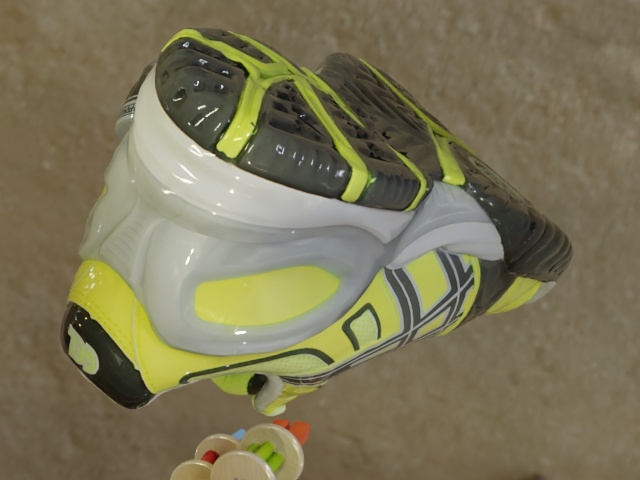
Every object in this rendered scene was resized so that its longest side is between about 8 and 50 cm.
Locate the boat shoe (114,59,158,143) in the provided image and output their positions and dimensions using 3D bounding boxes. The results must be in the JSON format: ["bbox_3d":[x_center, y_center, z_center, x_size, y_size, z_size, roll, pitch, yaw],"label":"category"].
[{"bbox_3d":[-0.094,-0.059,1.472,0.078,0.070,0.219,1,144,24],"label":"boat shoe"}]

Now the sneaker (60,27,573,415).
[{"bbox_3d":[0.000,0.000,0.858,0.145,0.385,0.147,43,105,24],"label":"sneaker"}]

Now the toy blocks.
[{"bbox_3d":[-0.058,0.171,1.378,0.123,0.148,0.054,-30,95,26],"label":"toy blocks"}]
